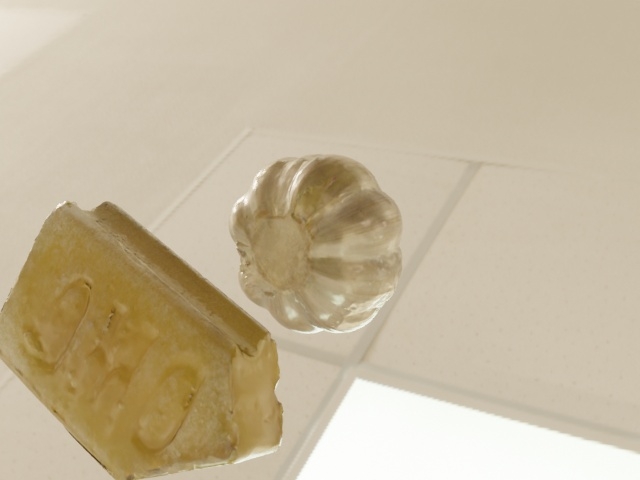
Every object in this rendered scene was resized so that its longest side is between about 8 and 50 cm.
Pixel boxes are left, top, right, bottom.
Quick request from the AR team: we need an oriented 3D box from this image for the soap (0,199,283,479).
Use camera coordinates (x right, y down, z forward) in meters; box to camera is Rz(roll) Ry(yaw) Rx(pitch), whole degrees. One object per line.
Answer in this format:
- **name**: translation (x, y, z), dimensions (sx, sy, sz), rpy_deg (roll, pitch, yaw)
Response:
- **soap**: translation (-0.144, 0.097, 0.650), dimensions (0.257, 0.160, 0.080), rpy_deg (36, -165, 25)

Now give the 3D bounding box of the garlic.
- **garlic**: translation (0.003, 0.003, 0.934), dimensions (0.227, 0.228, 0.152), rpy_deg (14, -154, 32)
